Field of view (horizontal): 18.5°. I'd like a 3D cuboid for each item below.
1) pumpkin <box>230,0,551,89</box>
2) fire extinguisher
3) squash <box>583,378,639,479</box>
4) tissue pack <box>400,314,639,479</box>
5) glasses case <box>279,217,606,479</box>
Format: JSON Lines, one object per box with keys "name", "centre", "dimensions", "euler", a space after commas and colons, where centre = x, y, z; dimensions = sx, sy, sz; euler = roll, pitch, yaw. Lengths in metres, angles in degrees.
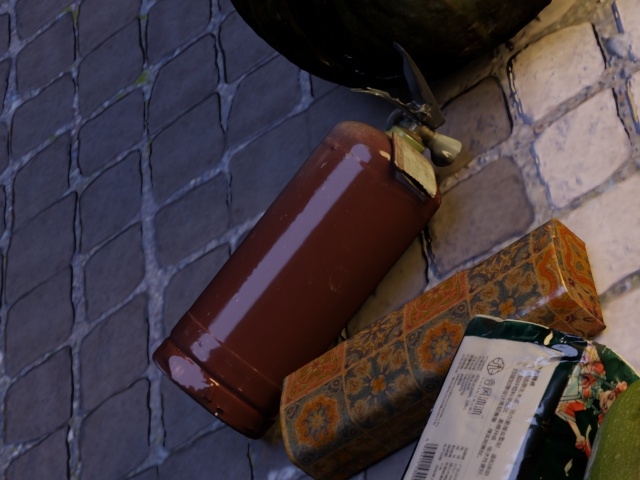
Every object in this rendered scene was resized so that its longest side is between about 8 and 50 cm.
{"name": "pumpkin", "centre": [0.063, -0.257, 1.400], "dimensions": [0.320, 0.192, 0.320], "euler": [-30, 42, 31]}
{"name": "fire extinguisher", "centre": [0.000, 0.000, 1.325], "dimensions": [0.269, 0.105, 0.105], "euler": [-51, 36, 1]}
{"name": "squash", "centre": [0.166, 0.209, 0.985], "dimensions": [0.094, 0.094, 0.341], "euler": [-21, 47, 35]}
{"name": "tissue pack", "centre": [0.106, 0.134, 1.112], "dimensions": [0.103, 0.090, 0.170], "euler": [5, 66, 49]}
{"name": "glasses case", "centre": [0.072, 0.070, 1.235], "dimensions": [0.218, 0.049, 0.075], "euler": [-33, 41, 24]}
